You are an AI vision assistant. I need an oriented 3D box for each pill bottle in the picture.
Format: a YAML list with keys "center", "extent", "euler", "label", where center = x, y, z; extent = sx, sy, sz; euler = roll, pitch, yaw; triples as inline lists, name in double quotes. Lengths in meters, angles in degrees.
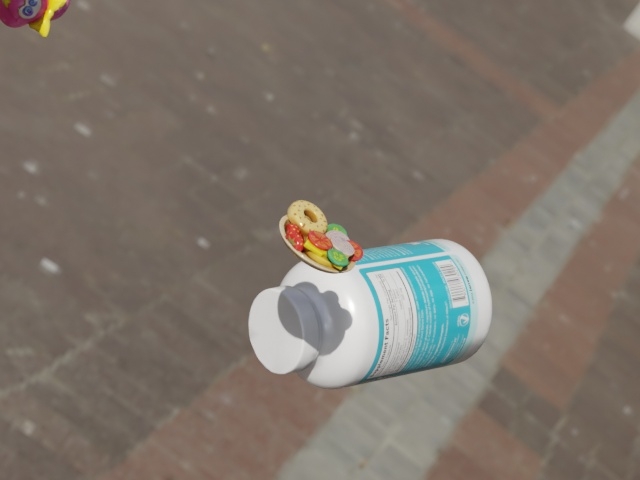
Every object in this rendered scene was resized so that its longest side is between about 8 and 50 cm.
- center: [0.051, 0.081, 1.935]
  extent: [0.264, 0.146, 0.146]
  euler: [-7, 42, -40]
  label: "pill bottle"

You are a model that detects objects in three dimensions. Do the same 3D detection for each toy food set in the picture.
- center: [0.000, 0.000, 1.630]
  extent: [0.082, 0.020, 0.083]
  euler: [33, 27, -1]
  label: "toy food set"

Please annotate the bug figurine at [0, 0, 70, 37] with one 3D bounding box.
- center: [-0.243, -0.112, 1.172]
  extent: [0.072, 0.279, 0.216]
  euler: [34, 17, 2]
  label: "bug figurine"
